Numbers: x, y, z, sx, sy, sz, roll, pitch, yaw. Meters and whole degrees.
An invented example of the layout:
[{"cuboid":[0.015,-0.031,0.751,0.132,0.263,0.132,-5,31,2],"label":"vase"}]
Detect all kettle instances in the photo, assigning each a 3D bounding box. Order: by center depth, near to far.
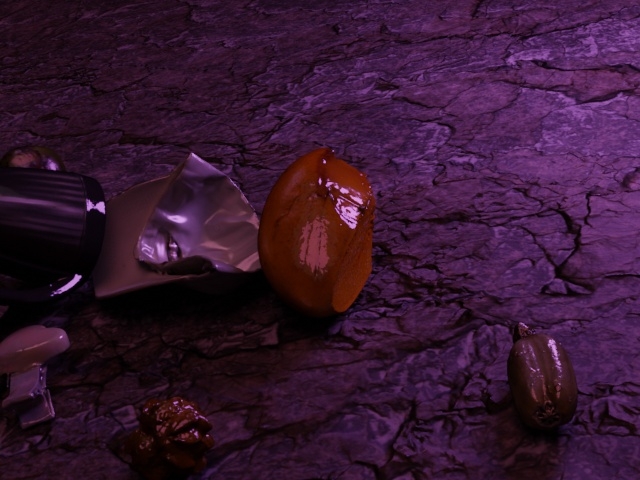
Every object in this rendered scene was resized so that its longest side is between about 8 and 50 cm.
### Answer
[{"cuboid":[-0.526,-0.014,1.603,0.271,0.250,0.207,13,-11,-36],"label":"kettle"}]

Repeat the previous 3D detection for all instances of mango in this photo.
[{"cuboid":[0.000,0.000,1.600,0.199,0.201,0.350,-26,34,28],"label":"mango"}]

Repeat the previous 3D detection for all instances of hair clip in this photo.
[{"cuboid":[-0.463,0.200,1.481,0.159,0.071,0.218,-15,30,-7],"label":"hair clip"}]

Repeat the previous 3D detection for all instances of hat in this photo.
[{"cuboid":[-0.252,0.022,1.652,0.302,0.168,0.257,-22,52,8],"label":"hat"}]

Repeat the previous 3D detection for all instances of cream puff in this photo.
[{"cuboid":[-0.206,0.265,1.283,0.094,0.122,0.116,8,53,-48],"label":"cream puff"}]

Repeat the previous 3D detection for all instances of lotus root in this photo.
[{"cuboid":[0.303,0.187,1.329,0.090,0.077,0.183,-13,33,7],"label":"lotus root"}]

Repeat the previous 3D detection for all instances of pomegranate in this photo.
[{"cuboid":[-0.593,-0.129,1.941,0.169,0.148,0.148,14,38,40],"label":"pomegranate"}]

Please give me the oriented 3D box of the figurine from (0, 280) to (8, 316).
[{"cuboid":[-0.619,0.105,1.598,0.175,0.115,0.240,38,38,4],"label":"figurine"}]
